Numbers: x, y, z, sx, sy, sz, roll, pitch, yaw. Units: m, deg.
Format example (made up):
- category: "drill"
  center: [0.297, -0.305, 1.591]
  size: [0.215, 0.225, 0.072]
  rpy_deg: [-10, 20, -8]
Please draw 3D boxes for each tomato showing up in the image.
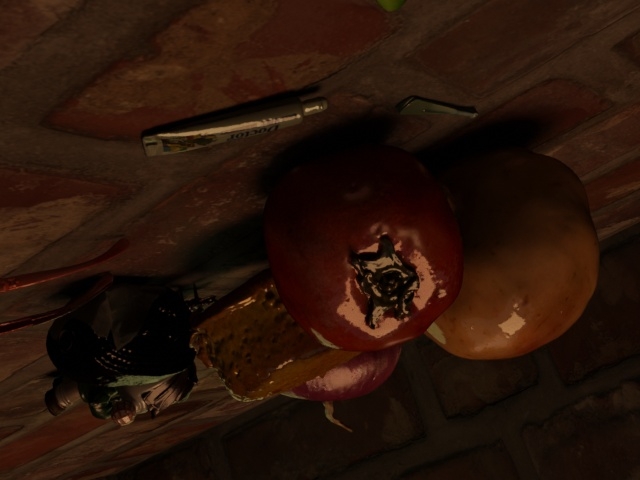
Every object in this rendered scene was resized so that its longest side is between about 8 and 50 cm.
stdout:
- category: "tomato"
  center: [0.063, 0.013, 1.606]
  size: [0.293, 0.290, 0.325]
  rpy_deg: [-23, 120, -5]

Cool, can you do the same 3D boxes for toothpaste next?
- category: "toothpaste"
  center: [-0.114, -0.155, 1.354]
  size: [0.255, 0.037, 0.067]
  rpy_deg: [-14, 163, -9]

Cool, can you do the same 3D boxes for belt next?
- category: "belt"
  center: [-0.350, 0.173, 1.851]
  size: [0.164, 0.184, 0.289]
  rpy_deg: [-16, 168, 33]

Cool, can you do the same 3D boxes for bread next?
- category: "bread"
  center: [-0.057, 0.163, 1.868]
  size: [0.358, 0.204, 0.337]
  rpy_deg: [-18, 159, -21]

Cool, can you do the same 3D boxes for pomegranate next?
- category: "pomegranate"
  center: [0.305, 0.019, 1.839]
  size: [0.411, 0.412, 0.411]
  rpy_deg: [-19, 164, -6]

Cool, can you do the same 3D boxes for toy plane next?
- category: "toy plane"
  center: [-0.281, 0.145, 2.078]
  size: [0.130, 0.061, 0.189]
  rpy_deg: [-15, 163, -24]

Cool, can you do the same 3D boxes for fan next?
- category: "fan"
  center: [0.191, -0.207, 1.592]
  size: [0.193, 0.016, 0.038]
  rpy_deg: [-3, 154, -46]

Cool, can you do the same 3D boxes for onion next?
- category: "onion"
  center: [-0.002, 0.236, 2.207]
  size: [0.358, 0.345, 0.358]
  rpy_deg: [8, 171, 1]

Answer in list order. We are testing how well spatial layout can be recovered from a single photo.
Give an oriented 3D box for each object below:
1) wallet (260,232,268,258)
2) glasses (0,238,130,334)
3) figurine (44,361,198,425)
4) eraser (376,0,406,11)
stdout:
- category: "wallet"
  center: [0.000, 0.000, 1.931]
  size: [0.176, 0.075, 0.250]
  rpy_deg: [-27, 162, 10]
- category: "glasses"
  center: [-0.438, 0.098, 1.629]
  size: [0.268, 0.118, 0.234]
  rpy_deg: [-13, 161, -26]
- category: "figurine"
  center: [-0.440, 0.314, 2.278]
  size: [0.369, 0.167, 0.281]
  rpy_deg: [-14, -160, 14]
- category: "eraser"
  center: [0.116, -0.337, 0.940]
  size: [0.210, 0.092, 0.274]
  rpy_deg: [-21, 163, 3]
